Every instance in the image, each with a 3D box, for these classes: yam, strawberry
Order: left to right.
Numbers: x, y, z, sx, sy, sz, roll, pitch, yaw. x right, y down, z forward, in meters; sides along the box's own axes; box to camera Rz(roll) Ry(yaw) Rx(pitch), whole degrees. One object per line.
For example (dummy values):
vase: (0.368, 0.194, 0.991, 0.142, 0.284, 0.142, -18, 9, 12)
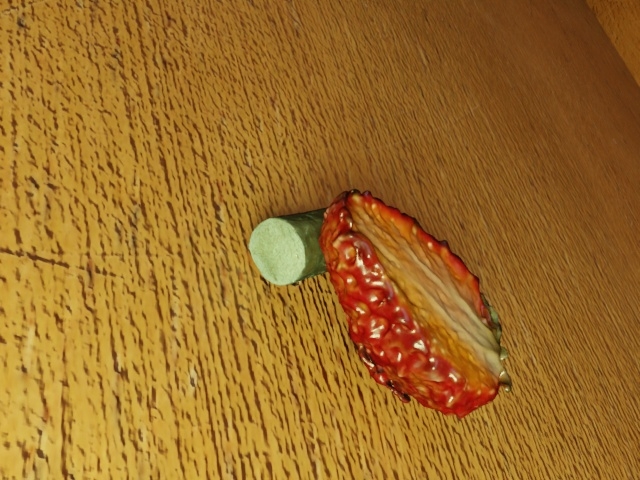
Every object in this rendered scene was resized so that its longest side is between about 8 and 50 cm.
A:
yam: (0.000, 0.000, 0.826, 0.068, 0.068, 0.169, 54, 29, 13)
strawberry: (0.066, 0.065, 0.773, 0.236, 0.111, 0.190, 44, 30, -19)
